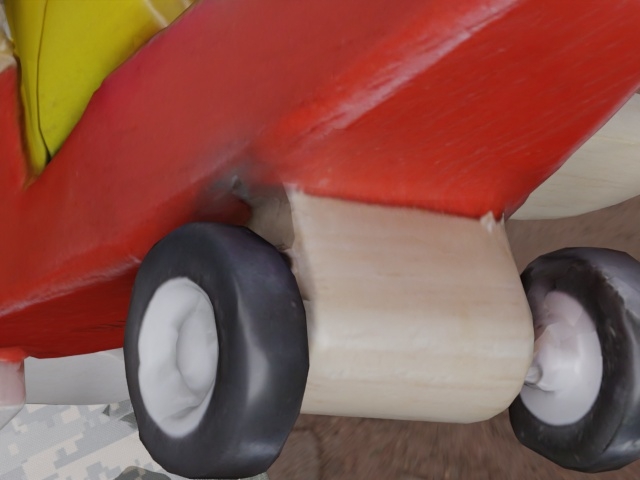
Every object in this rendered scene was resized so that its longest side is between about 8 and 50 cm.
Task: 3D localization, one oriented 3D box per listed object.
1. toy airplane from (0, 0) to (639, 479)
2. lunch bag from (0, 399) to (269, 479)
[{"bbox_3d":[-0.069,-0.059,0.605,0.384,0.386,0.272,-3,83,10],"label":"toy airplane"},{"bbox_3d":[-0.189,0.090,1.009,0.235,0.287,0.169,-25,103,-16],"label":"lunch bag"}]
